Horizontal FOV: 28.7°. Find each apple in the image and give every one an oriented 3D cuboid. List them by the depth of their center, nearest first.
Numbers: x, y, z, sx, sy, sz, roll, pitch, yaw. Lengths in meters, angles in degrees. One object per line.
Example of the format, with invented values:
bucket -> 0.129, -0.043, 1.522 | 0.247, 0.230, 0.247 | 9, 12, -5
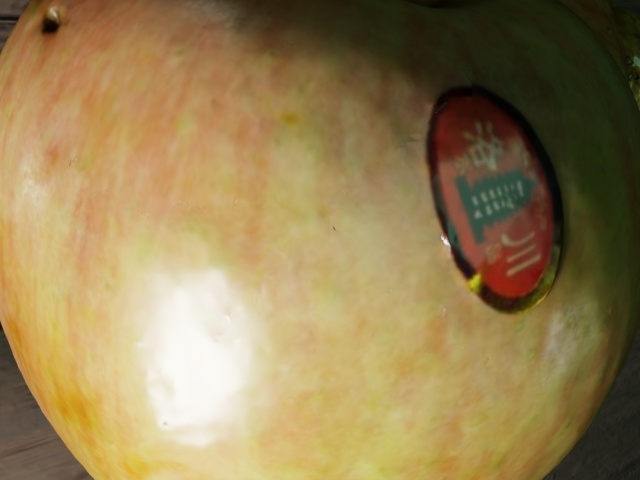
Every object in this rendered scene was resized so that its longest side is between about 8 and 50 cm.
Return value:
apple -> 0.000, 0.000, 0.735 | 0.391, 0.391, 0.347 | -21, 129, -50

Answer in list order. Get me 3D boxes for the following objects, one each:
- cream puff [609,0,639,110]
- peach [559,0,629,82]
cream puff -> 0.268, -0.165, 1.230 | 0.189, 0.129, 0.189 | 24, 45, -26
peach -> 0.146, -0.142, 1.043 | 0.232, 0.232, 0.233 | -8, 100, -52
